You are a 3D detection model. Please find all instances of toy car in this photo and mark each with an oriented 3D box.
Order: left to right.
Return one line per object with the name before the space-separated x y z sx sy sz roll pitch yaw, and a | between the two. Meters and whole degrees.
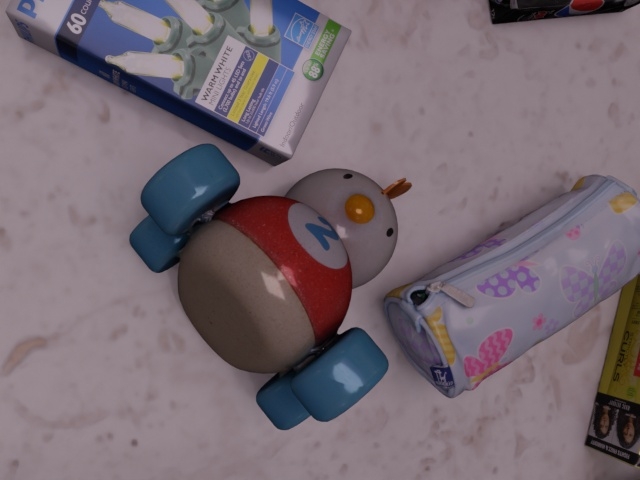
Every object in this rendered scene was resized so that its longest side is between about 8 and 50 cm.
toy car | 0.000 0.000 0.627 0.238 0.210 0.219 -39 88 -25

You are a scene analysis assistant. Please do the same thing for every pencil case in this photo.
pencil case | 0.195 0.039 0.712 0.273 0.113 0.124 -28 119 -15

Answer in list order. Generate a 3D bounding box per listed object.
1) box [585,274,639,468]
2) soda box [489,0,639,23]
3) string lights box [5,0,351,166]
box | 0.356 0.122 0.771 0.058 0.087 0.232 17 86 -14
soda box | 0.264 -0.270 0.766 0.169 0.053 0.060 -10 92 -15
string lights box | -0.120 -0.184 0.646 0.260 0.077 0.133 26 84 -14
